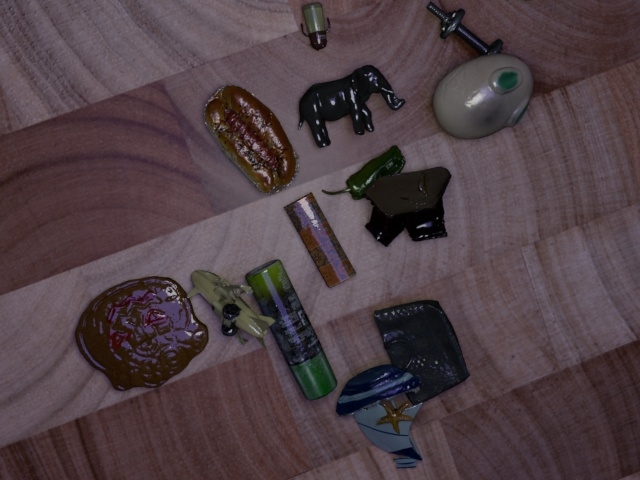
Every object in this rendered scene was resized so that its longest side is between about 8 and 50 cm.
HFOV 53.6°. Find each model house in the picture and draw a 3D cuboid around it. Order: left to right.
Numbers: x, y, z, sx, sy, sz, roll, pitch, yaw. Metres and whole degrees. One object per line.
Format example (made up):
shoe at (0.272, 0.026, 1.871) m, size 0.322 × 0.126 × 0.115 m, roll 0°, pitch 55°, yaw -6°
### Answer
model house at (0.202, -0.066, 1.467) m, size 0.203 × 0.164 × 0.141 m, roll -5°, pitch 59°, yaw 0°

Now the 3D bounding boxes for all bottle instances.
bottle at (-0.065, 0.209, 1.474) m, size 0.093 × 0.093 × 0.330 m, roll -26°, pitch 97°, yaw -3°
bottle at (-0.012, -0.484, 1.441) m, size 0.063 × 0.047 × 0.101 m, roll -5°, pitch 102°, yaw 31°

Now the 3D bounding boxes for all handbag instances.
handbag at (0.245, 0.261, 1.520) m, size 0.175 × 0.088 × 0.270 m, roll -22°, pitch 101°, yaw 8°

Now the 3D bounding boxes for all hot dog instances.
hot dog at (-0.152, -0.230, 1.434) m, size 0.144 × 0.075 × 0.268 m, roll -38°, pitch 95°, yaw 2°

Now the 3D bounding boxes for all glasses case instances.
glasses case at (0.000, 0.000, 1.483) m, size 0.075 × 0.049 × 0.218 m, roll -29°, pitch 97°, yaw -3°

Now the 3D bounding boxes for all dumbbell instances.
dumbbell at (0.347, -0.463, 1.456) m, size 0.254 × 0.081 × 0.081 m, roll 35°, pitch 91°, yaw -8°

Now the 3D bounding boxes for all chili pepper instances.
chili pepper at (0.111, -0.140, 1.474) m, size 0.204 × 0.073 × 0.072 m, roll -36°, pitch 111°, yaw 0°

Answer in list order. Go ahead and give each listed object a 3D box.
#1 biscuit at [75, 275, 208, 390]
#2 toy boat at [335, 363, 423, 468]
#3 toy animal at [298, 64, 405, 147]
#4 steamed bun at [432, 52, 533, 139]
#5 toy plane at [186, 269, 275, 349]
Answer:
biscuit at (-0.415, 0.217, 1.467) m, size 0.273 × 0.049 × 0.257 m, roll -31°, pitch 98°, yaw 0°
toy boat at (0.167, 0.436, 1.534) m, size 0.221 × 0.067 × 0.291 m, roll -22°, pitch 112°, yaw 11°
toy animal at (0.065, -0.305, 1.427) m, size 0.245 × 0.114 × 0.146 m, roll -17°, pitch 97°, yaw -4°
steamed bun at (0.370, -0.315, 1.418) m, size 0.228 × 0.130 × 0.177 m, roll -25°, pitch 129°, yaw 9°
toy plane at (-0.208, 0.148, 1.432) m, size 0.244 × 0.229 × 0.092 m, roll 32°, pitch 53°, yaw 17°
